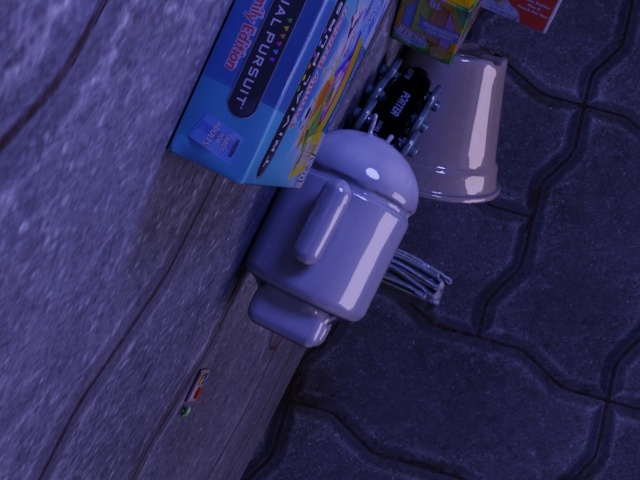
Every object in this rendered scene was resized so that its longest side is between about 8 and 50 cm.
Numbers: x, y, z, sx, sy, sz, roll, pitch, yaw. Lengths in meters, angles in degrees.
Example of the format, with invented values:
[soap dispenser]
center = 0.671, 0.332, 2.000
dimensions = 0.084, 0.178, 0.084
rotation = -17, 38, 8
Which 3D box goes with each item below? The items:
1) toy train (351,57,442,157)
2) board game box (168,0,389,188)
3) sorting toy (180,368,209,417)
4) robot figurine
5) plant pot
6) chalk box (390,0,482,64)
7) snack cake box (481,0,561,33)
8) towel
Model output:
[toy train]
center = 0.120, -0.214, 1.934
dimensions = 0.190, 0.142, 0.334
rotation = -53, -176, 41
[board game box]
center = -0.025, -0.182, 1.026
dimensions = 0.254, 0.079, 0.336
rotation = -65, 174, 6
[sorting toy]
center = -0.201, 0.246, 1.610
dimensions = 0.083, 0.012, 0.062
rotation = -64, 174, -2
[robot figurine]
center = 0.019, -0.017, 1.508
dimensions = 0.353, 0.199, 0.300
rotation = -64, 175, -2
[plant pot]
center = 0.276, -0.286, 2.242
dimensions = 0.334, 0.333, 0.305
rotation = -51, 154, -66
[chalk box]
center = 0.220, -0.426, 1.853
dimensions = 0.132, 0.132, 0.213
rotation = -61, 173, -25
[snack cake box]
center = 0.434, -0.604, 2.305
dimensions = 0.089, 0.264, 0.152
rotation = -60, 173, -37
[towel]
center = 0.147, 0.064, 2.372
dimensions = 0.374, 0.320, 0.090
rotation = 61, 53, -82
